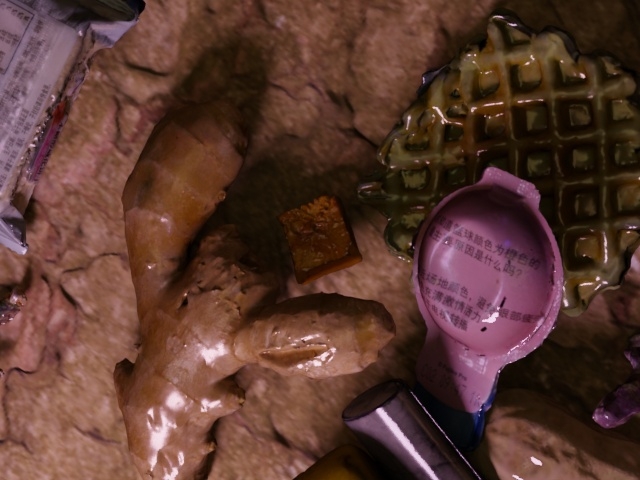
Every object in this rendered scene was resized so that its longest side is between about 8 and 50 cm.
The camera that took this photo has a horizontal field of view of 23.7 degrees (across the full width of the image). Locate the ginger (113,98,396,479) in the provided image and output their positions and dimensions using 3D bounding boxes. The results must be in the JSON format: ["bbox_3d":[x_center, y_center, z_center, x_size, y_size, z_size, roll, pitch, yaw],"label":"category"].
[{"bbox_3d":[-0.136,0.072,1.594,0.348,0.122,0.363,-45,73,18],"label":"ginger"}]

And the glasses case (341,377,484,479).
[{"bbox_3d":[0.141,0.275,1.552,0.060,0.114,0.299,-41,97,-26],"label":"glasses case"}]

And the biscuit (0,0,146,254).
[{"bbox_3d":[-0.332,-0.157,1.639,0.186,0.079,0.309,25,93,4],"label":"biscuit"}]

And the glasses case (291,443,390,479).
[{"bbox_3d":[0.090,0.386,1.545,0.141,0.173,0.371,-38,84,4],"label":"glasses case"}]

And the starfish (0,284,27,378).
[{"bbox_3d":[-0.406,0.118,1.674,0.150,0.053,0.209,30,98,18],"label":"starfish"}]

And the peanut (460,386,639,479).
[{"bbox_3d":[0.259,0.235,1.552,0.257,0.123,0.123,25,93,8],"label":"peanut"}]

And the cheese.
[{"bbox_3d":[0.154,0.069,1.521,0.189,0.074,0.286,25,109,40],"label":"cheese"}]

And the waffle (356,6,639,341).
[{"bbox_3d":[0.209,-0.064,1.582,0.297,0.073,0.317,40,102,10],"label":"waffle"}]

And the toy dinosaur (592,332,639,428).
[{"bbox_3d":[0.376,0.106,1.499,0.251,0.200,0.072,-25,85,9],"label":"toy dinosaur"}]

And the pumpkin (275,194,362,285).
[{"bbox_3d":[0.000,0.000,1.615,0.074,0.054,0.083,-20,67,3],"label":"pumpkin"}]
